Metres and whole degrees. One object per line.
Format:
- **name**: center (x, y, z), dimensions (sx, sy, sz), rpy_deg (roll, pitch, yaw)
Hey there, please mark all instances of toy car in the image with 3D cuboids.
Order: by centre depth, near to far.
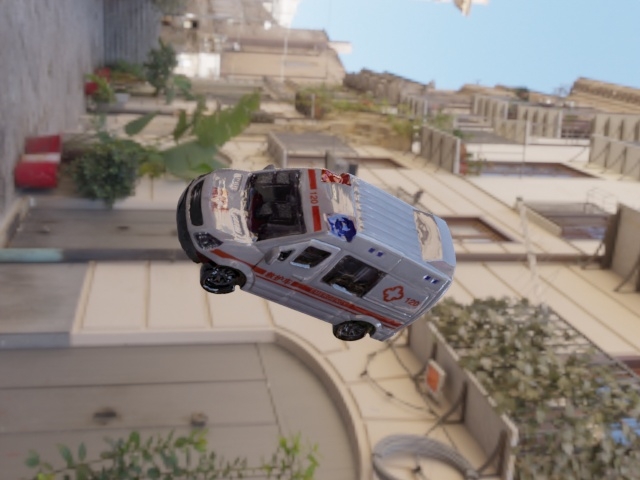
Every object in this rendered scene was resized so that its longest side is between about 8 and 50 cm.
- **toy car**: center (0.000, 0.000, 0.588), dimensions (0.108, 0.210, 0.089), rpy_deg (-38, -139, 37)
